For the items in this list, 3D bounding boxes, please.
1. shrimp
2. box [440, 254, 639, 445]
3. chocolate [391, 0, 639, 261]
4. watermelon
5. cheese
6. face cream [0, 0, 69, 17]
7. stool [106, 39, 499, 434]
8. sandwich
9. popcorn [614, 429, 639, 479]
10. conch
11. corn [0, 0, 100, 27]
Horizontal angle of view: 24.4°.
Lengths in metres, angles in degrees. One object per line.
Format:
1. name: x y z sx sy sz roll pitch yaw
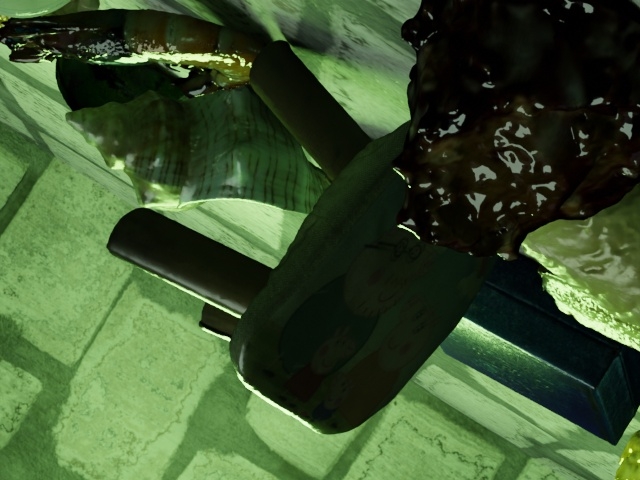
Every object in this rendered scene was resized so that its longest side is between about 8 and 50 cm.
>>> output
1. shrimp: -0.185 -0.193 1.536 0.290 0.054 0.222 5 174 8
2. box: 0.255 0.115 1.784 0.261 0.116 0.279 29 169 24
3. chocolate: 0.126 -0.070 0.994 0.224 0.177 0.206 34 171 -21
4. watermelon: -0.246 -0.199 1.955 0.301 0.123 0.129 29 -157 17
5. cheese: 0.232 -0.007 1.219 0.167 0.093 0.123 35 162 -14
6. face cream: -0.276 -0.277 1.357 0.145 0.145 0.370 33 171 -6
7. stool: 0.000 0.000 1.470 0.226 0.310 0.310 38 175 30
8. sandwich: 0.302 0.048 1.335 0.244 0.088 0.090 27 162 52
9. popcorn: 0.497 0.324 1.868 0.250 0.190 0.250 40 165 13
10. conch: -0.100 -0.108 1.710 0.386 0.169 0.203 1 -157 -12
11. corn: -0.374 -0.314 1.646 0.305 0.122 0.123 31 -161 27
